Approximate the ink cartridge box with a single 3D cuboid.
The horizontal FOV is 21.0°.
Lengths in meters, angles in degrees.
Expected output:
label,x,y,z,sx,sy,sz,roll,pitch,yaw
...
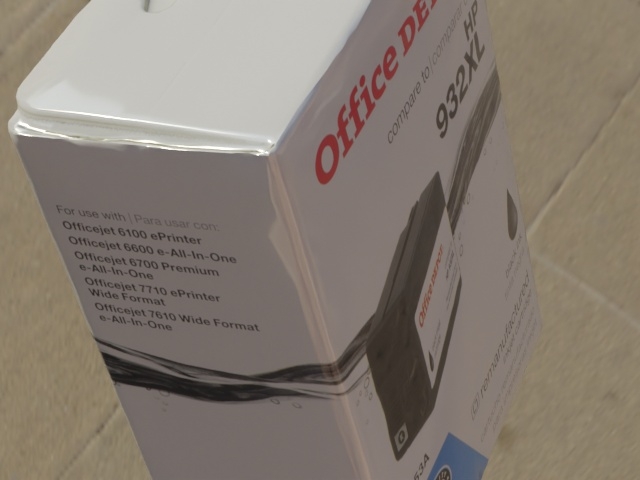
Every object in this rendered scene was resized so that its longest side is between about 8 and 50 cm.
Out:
label,x,y,z,sx,sy,sz,roll,pitch,yaw
ink cartridge box,0.000,0.000,0.822,0.129,0.307,0.223,7,45,25
